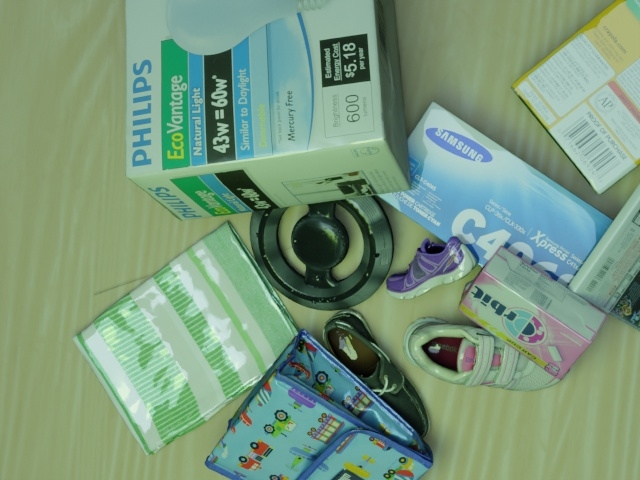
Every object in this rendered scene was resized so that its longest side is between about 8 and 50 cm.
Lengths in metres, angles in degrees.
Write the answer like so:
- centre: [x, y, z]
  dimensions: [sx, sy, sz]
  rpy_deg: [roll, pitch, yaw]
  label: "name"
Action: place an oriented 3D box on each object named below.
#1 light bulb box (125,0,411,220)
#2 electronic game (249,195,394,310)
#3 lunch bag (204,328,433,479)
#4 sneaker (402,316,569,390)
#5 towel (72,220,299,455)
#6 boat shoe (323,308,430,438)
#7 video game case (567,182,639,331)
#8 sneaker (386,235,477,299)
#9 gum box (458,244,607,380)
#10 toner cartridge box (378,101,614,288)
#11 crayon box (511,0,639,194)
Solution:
- centre: [-0.075, -0.241, 1.622]
  dimensions: [0.361, 0.225, 0.358]
  rpy_deg: [-8, 73, 12]
  label: "light bulb box"
- centre: [0.000, 0.000, 1.730]
  dimensions: [0.229, 0.048, 0.229]
  rpy_deg: [7, 113, 18]
  label: "electronic game"
- centre: [0.015, 0.317, 1.715]
  dimensions: [0.293, 0.138, 0.221]
  rpy_deg: [36, 119, -2]
  label: "lunch bag"
- centre: [0.240, 0.175, 1.676]
  dimensions: [0.252, 0.111, 0.103]
  rpy_deg: [3, 94, 12]
  label: "sneaker"
- centre: [-0.209, 0.162, 1.811]
  dimensions: [0.325, 0.038, 0.248]
  rpy_deg: [-35, 85, 12]
  label: "towel"
- centre: [0.082, 0.214, 1.730]
  dimensions: [0.084, 0.079, 0.233]
  rpy_deg: [-35, 89, 11]
  label: "boat shoe"
- centre: [0.464, 0.026, 1.617]
  dimensions: [0.173, 0.022, 0.190]
  rpy_deg: [28, 100, -29]
  label: "video game case"
- centre: [0.158, 0.035, 1.682]
  dimensions: [0.170, 0.068, 0.071]
  rpy_deg: [-27, 95, 45]
  label: "sneaker"
- centre: [0.292, 0.099, 1.609]
  dimensions: [0.188, 0.062, 0.107]
  rpy_deg: [35, 142, 9]
  label: "gum box"
- centre: [0.267, -0.041, 1.678]
  dimensions: [0.347, 0.075, 0.165]
  rpy_deg: [34, 98, 9]
  label: "toner cartridge box"
- centre: [0.462, -0.242, 1.622]
  dimensions: [0.323, 0.083, 0.203]
  rpy_deg: [-39, 85, 12]
  label: "crayon box"
